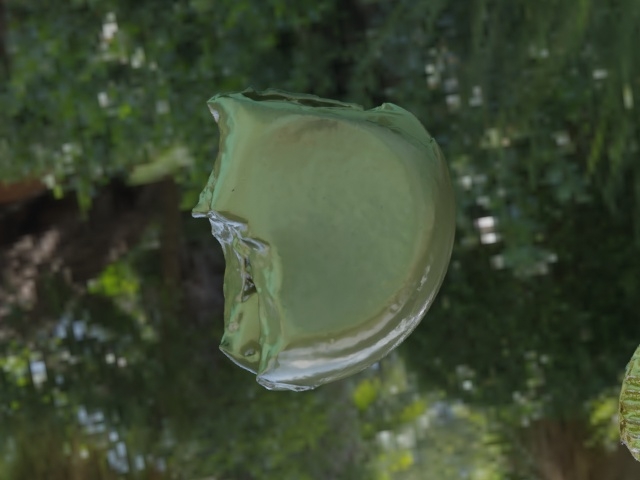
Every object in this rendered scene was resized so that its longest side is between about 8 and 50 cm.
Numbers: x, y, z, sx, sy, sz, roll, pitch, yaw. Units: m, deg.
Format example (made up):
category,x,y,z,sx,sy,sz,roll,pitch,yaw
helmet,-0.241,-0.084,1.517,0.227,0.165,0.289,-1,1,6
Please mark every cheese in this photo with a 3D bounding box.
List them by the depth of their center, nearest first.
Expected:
category,x,y,z,sx,sy,sz,roll,pitch,yaw
cheese,0.000,0.000,1.161,0.175,0.202,0.091,11,173,-10

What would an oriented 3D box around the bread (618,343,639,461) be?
category,x,y,z,sx,sy,sz,roll,pitch,yaw
bread,0.454,0.181,1.771,0.288,0.204,0.156,30,169,-17
